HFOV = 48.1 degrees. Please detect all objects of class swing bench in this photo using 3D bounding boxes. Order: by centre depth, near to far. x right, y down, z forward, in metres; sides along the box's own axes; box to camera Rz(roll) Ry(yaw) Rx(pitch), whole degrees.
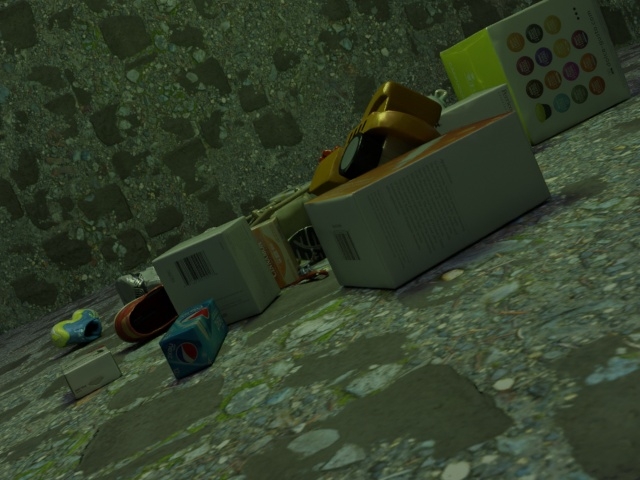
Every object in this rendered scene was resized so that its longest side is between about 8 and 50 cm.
[{"bbox_3d":[-0.114,-0.020,1.849,0.254,0.165,0.253,-19,10,37],"label":"swing bench"}]

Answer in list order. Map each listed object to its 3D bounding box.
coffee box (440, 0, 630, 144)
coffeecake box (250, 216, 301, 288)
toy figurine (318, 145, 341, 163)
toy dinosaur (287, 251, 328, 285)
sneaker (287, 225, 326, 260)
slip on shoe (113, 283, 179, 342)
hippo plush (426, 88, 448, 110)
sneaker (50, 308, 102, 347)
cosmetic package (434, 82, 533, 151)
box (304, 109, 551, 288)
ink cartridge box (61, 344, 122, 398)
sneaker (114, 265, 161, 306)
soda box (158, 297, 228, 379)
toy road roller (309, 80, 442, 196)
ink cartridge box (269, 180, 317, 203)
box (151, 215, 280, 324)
[{"bbox_3d":[0.597,-0.476,2.051,0.334,0.338,0.338,-26,8,-10],"label":"coffee box"},{"bbox_3d":[-0.152,0.052,1.558,0.185,0.142,0.068,-24,7,8],"label":"coffeecake box"},{"bbox_3d":[0.115,-0.201,2.205,0.209,0.213,0.148,-19,-7,17],"label":"toy figurine"},{"bbox_3d":[-0.017,0.073,1.476,0.090,0.047,0.082,-58,20,-1],"label":"toy dinosaur"},{"bbox_3d":[0.000,0.000,1.709,0.208,0.082,0.094,-17,2,-30],"label":"sneaker"},{"bbox_3d":[-0.335,0.128,1.698,0.331,0.123,0.101,-35,9,-26],"label":"slip on shoe"},{"bbox_3d":[0.364,-0.309,2.025,0.234,0.237,0.294,-21,9,25],"label":"hippo plush"},{"bbox_3d":[-0.680,0.258,2.104,0.126,0.091,0.240,-4,12,10],"label":"sneaker"},{"bbox_3d":[0.317,-0.224,1.772,0.365,0.197,0.155,-29,9,-20],"label":"cosmetic package"},{"bbox_3d":[0.182,-0.068,1.249,0.345,0.168,0.215,-27,8,-21],"label":"box"},{"bbox_3d":[-0.461,0.261,1.438,0.099,0.056,0.135,-27,8,-21],"label":"ink cartridge box"},{"bbox_3d":[-0.399,0.117,1.943,0.210,0.138,0.365,-30,14,-37],"label":"sneaker"},{"bbox_3d":[-0.218,0.167,1.262,0.067,0.071,0.210,-24,8,3],"label":"soda box"},{"bbox_3d":[0.136,-0.182,1.527,0.329,0.202,0.241,-29,40,68],"label":"toy road roller"},{"bbox_3d":[-0.034,-0.083,2.045,0.093,0.154,0.212,-31,11,-29],"label":"ink cartridge box"},{"bbox_3d":[-0.208,0.074,1.449,0.180,0.182,0.119,-22,10,24],"label":"box"}]
